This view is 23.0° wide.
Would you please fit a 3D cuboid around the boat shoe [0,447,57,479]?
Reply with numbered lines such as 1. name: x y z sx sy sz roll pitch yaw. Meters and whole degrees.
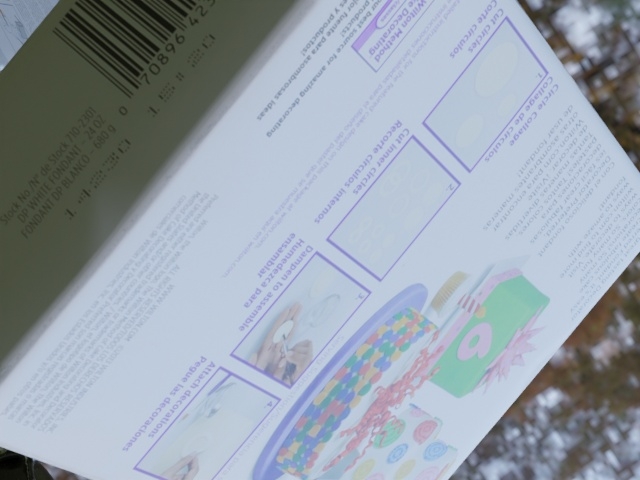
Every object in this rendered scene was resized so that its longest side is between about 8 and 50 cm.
1. boat shoe: -0.211 0.161 1.005 0.078 0.070 0.219 -37 -168 -15

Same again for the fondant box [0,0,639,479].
1. fondant box: 0.000 0.000 0.663 0.238 0.330 0.096 -50 -124 1

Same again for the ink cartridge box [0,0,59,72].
1. ink cartridge box: -0.274 -0.222 1.116 0.060 0.275 0.239 -29 -179 11
